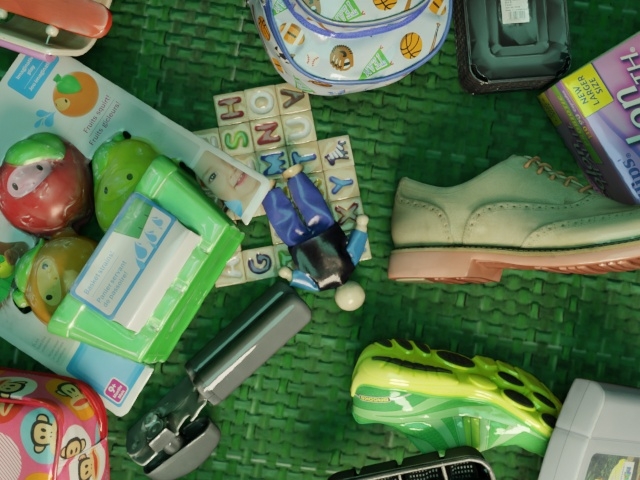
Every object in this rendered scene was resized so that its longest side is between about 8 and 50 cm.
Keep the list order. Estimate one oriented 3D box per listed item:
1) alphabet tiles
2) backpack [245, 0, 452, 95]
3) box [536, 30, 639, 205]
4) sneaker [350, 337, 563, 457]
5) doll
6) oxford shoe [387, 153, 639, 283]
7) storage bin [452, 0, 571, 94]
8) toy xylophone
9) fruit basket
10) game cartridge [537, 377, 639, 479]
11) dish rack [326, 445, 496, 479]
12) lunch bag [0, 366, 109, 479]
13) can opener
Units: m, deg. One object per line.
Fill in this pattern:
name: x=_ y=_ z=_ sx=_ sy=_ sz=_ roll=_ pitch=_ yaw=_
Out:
alphabet tiles: x=-0.054 y=-0.075 z=1.198 sx=0.198 sy=0.009 sz=0.237 roll=-11 pitch=89 yaw=-1
backpack: x=0.035 y=-0.305 z=1.117 sx=0.277 sy=0.213 sz=0.263 roll=-14 pitch=99 yaw=-5
box: x=0.428 y=-0.154 z=1.157 sx=0.243 sy=0.117 sz=0.213 roll=-31 pitch=89 yaw=-1
sneaker: x=0.174 y=0.208 z=1.163 sx=0.296 sy=0.109 sz=0.123 roll=19 pitch=117 yaw=-6
doll: x=0.000 y=0.000 z=1.170 sx=0.129 sy=0.046 sz=0.189 roll=-29 pitch=89 yaw=-5
oxford shoe: x=0.258 y=-0.033 z=1.085 sx=0.397 sy=0.140 sz=0.146 roll=-5 pitch=82 yaw=23
storage bin: x=0.229 y=-0.276 z=1.173 sx=0.122 sy=0.084 sz=0.180 roll=-5 pitch=88 yaw=-2
toy xylophone: x=-0.317 y=-0.368 z=1.130 sx=0.236 sy=0.081 sz=0.322 roll=12 pitch=90 yaw=17
fruit basket: x=-0.286 y=-0.024 z=1.117 sx=0.353 sy=0.165 sz=0.327 roll=33 pitch=88 yaw=3
game cartridge: x=0.321 y=0.312 z=1.121 sx=0.196 sy=0.060 sz=0.294 roll=14 pitch=88 yaw=-38
dish rack: x=0.124 y=0.377 z=1.125 sx=0.208 sy=0.074 sz=0.271 roll=-14 pitch=101 yaw=10
lunch bag: x=-0.374 y=0.293 z=1.093 sx=0.258 sy=0.120 sz=0.293 roll=5 pitch=100 yaw=17
can opener: x=-0.117 y=0.177 z=1.171 sx=0.283 sy=0.076 sz=0.095 roll=-42 pitch=122 yaw=-2
